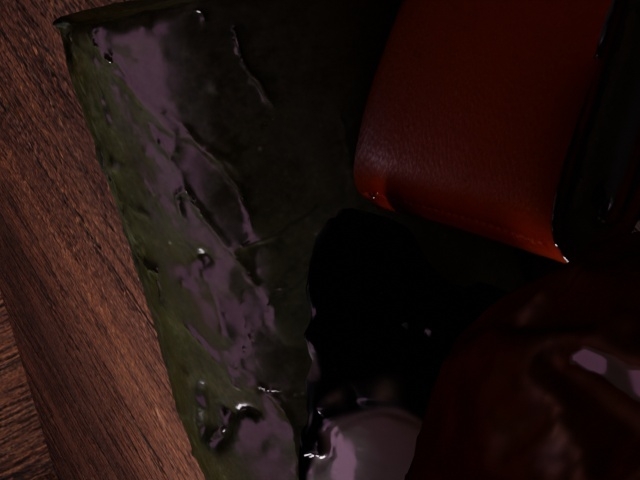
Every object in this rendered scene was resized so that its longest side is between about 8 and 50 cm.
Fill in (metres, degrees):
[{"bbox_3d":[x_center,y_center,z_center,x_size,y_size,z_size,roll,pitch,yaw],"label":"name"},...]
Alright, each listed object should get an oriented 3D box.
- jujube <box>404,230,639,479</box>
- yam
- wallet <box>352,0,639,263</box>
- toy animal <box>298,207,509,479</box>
[{"bbox_3d":[0.171,0.118,0.604,0.342,0.216,0.216,35,145,53],"label":"jujube"},{"bbox_3d":[0.000,0.000,0.993,0.195,0.195,0.300,27,136,67],"label":"yam"},{"bbox_3d":[0.082,-0.069,0.801,0.204,0.045,0.142,20,93,69],"label":"wallet"},{"bbox_3d":[0.085,0.077,0.841,0.179,0.138,0.166,9,132,19],"label":"toy animal"}]
